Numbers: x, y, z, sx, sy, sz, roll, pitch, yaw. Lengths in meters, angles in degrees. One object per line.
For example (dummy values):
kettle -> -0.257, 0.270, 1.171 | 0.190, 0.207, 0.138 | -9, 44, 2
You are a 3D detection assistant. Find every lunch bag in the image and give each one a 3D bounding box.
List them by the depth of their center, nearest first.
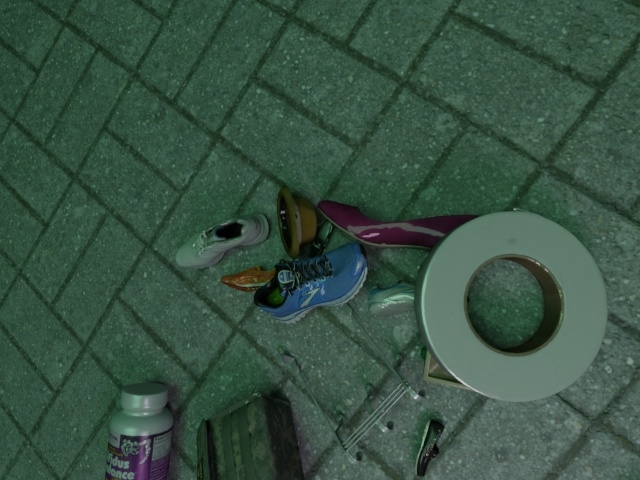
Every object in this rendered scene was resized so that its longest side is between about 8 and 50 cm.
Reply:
lunch bag -> -0.204, 0.549, 1.103 | 0.286, 0.169, 0.235 | -32, 48, 16

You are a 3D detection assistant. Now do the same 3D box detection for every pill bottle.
pill bottle -> -0.504, 0.565, 1.244 | 0.169, 0.169, 0.302 | 3, 87, 20

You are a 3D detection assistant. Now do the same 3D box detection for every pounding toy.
pounding toy -> 0.287, 0.252, 1.028 | 0.141, 0.100, 0.130 | 9, 95, 14

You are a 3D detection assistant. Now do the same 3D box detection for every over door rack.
over door rack -> 0.073, 0.331, 1.095 | 0.240, 0.108, 0.324 | -49, 58, 10

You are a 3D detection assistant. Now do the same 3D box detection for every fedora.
fedora -> -0.058, -0.050, 1.156 | 0.079, 0.194, 0.195 | -8, 82, -18

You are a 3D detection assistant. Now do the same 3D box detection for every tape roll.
tape roll -> 0.393, 0.131, 0.934 | 0.391, 0.072, 0.393 | 0, 83, 0

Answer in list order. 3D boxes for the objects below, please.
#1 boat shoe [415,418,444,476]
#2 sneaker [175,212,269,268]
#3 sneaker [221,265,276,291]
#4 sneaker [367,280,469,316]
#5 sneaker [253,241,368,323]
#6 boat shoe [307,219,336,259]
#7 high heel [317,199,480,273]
boat shoe -> 0.253, 0.488, 1.036 | 0.041, 0.049, 0.133 | 16, 87, 28
sneaker -> -0.293, -0.005, 1.231 | 0.296, 0.129, 0.111 | -25, 80, 18
sneaker -> -0.191, 0.105, 1.231 | 0.174, 0.064, 0.068 | -1, 66, 15
sneaker -> 0.230, 0.131, 1.059 | 0.236, 0.085, 0.086 | -4, 58, 13
sneaker -> -0.030, 0.103, 1.080 | 0.329, 0.147, 0.130 | -33, 54, 24
boat shoe -> 0.000, 0.000, 1.171 | 0.046, 0.038, 0.125 | 35, 98, 19
high heel -> 0.183, -0.053, 1.071 | 0.377, 0.127, 0.182 | 29, 94, 10
